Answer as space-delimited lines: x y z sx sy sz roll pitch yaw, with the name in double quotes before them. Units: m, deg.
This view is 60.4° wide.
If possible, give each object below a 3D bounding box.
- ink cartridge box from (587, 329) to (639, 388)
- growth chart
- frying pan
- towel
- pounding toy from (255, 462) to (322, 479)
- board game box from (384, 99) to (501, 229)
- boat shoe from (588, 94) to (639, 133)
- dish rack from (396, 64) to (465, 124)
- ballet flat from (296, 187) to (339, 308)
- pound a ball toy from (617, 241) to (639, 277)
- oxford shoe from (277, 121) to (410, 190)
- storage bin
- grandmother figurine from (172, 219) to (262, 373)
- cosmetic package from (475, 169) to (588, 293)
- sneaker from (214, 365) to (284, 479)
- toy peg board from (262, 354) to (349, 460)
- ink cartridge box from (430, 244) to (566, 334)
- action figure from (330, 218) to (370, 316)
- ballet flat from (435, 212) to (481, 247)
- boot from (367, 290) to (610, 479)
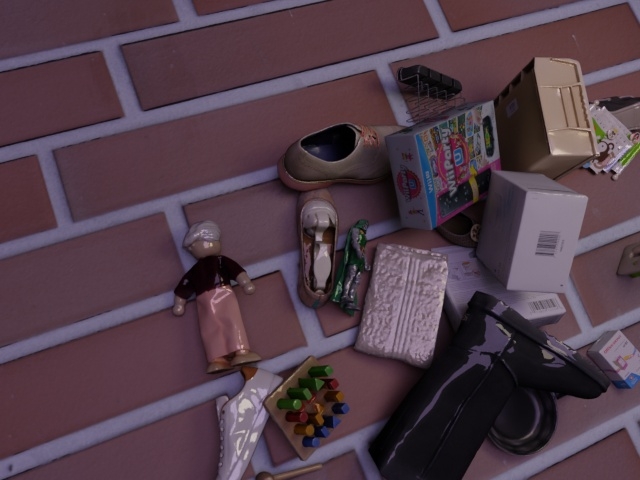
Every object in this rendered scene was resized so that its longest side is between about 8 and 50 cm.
"ink cartridge box" 0.757 0.301 1.397 0.088 0.052 0.122 -40 85 -17
"growth chart" 0.776 -0.269 1.513 0.237 0.021 0.171 28 99 -18
"frying pan" 0.517 0.367 1.333 0.326 0.053 0.197 -42 87 -17
"towel" 0.197 0.148 1.312 0.187 0.049 0.282 12 75 10
"pounding toy" -0.006 0.552 1.134 0.270 0.154 0.154 29 73 -3
"board game box" 0.302 -0.183 1.304 0.303 0.098 0.223 -28 114 -34
"boat shoe" 0.796 -0.344 1.558 0.336 0.095 0.112 -11 114 -10
"dish rack" 0.294 -0.306 1.413 0.208 0.074 0.271 4 81 -40
"ballet flat" 0.000 0.000 1.299 0.108 0.106 0.315 0 76 -10
"pound a ball toy" 0.874 0.012 1.352 0.208 0.319 0.135 30 72 -2
"oxford shoe" 0.097 -0.219 1.337 0.397 0.146 0.140 -20 77 -26
"storage bin" 0.546 -0.285 1.395 0.123 0.262 0.260 -2 77 -9
"grandmother figurine" -0.239 0.116 1.223 0.208 0.104 0.342 -16 73 6
"cosmetic package" 0.471 -0.027 1.263 0.138 0.224 0.223 4 108 -3
"sneaker" -0.188 0.407 1.170 0.123 0.106 0.290 24 62 -1
"toy peg board" -0.010 0.357 1.177 0.161 0.079 0.160 -39 101 -37
"ink cartridge box" 0.432 0.113 1.381 0.275 0.060 0.238 -7 53 -12
"action figure" 0.083 0.049 1.307 0.064 0.137 0.232 -1 61 21
"ballet flat" 0.318 -0.061 1.398 0.250 0.058 0.084 31 65 -1
"boot" 0.371 0.393 1.211 0.367 0.146 0.445 34 83 -1
